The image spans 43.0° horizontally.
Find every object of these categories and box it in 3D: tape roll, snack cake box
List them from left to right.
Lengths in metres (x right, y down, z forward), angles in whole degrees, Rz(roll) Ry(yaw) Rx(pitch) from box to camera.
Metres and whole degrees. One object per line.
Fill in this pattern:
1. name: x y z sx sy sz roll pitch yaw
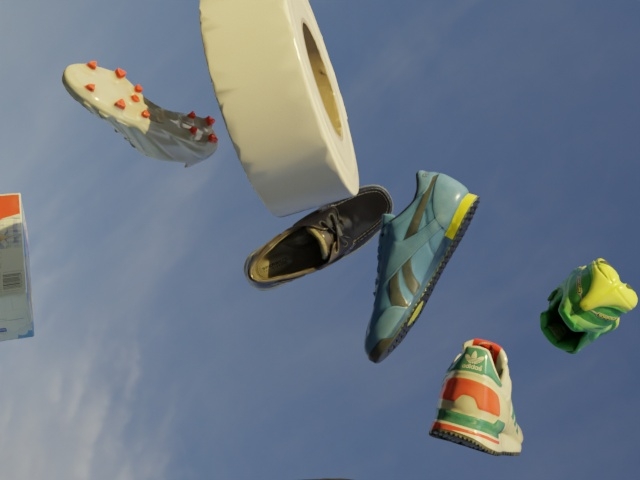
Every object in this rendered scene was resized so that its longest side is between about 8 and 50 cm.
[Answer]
1. snack cake box: -0.515 0.038 1.211 0.264 0.152 0.089 -118 -153 -49
2. tape roll: -0.041 -0.174 0.961 0.100 0.286 0.286 -17 -125 10

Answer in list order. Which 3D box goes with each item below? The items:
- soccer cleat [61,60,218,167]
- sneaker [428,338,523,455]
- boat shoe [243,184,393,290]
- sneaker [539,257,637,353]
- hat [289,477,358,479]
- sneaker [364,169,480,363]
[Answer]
1. soccer cleat: -0.205 -0.132 0.914 0.076 0.196 0.068 -37 -135 34
2. sneaker: 0.123 0.114 0.597 0.057 0.161 0.075 12 -98 23
3. boat shoe: 0.000 0.000 1.364 0.285 0.103 0.092 -28 -174 -1
4. sneaker: 0.375 0.102 1.201 0.123 0.295 0.109 -34 -109 2
5. hat: 0.009 0.450 1.044 0.331 0.331 0.134 35 -40 52
6. sneaker: 0.087 0.026 0.859 0.082 0.069 0.209 28 -87 14
